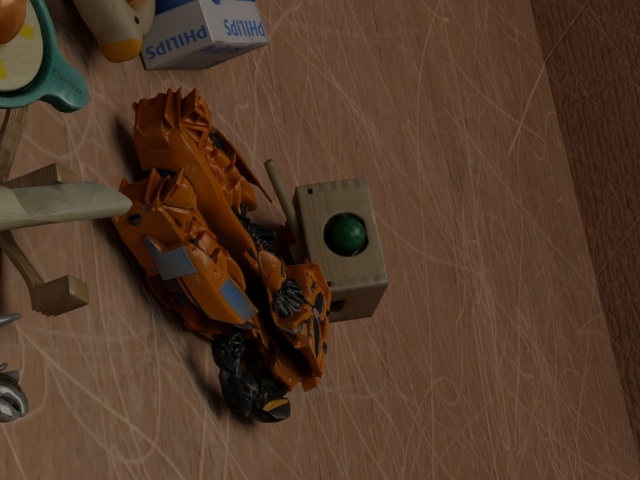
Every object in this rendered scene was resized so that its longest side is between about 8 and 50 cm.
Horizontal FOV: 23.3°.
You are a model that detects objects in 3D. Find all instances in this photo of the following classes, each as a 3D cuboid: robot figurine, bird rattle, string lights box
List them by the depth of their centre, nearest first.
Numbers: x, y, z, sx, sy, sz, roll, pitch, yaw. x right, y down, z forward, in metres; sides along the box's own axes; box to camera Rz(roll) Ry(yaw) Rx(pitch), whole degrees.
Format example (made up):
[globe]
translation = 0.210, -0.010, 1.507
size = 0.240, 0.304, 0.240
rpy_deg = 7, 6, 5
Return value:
[bird rattle]
translation = -0.194, -0.262, 1.281
size = 0.253, 0.143, 0.207
rpy_deg = -103, 174, -53
[robot figurine]
translation = -0.074, 0.021, 1.328
size = 0.291, 0.085, 0.211
rpy_deg = 55, 27, -37
[string lights box]
translation = -0.142, -0.292, 1.432
size = 0.133, 0.077, 0.259
rpy_deg = -16, 88, -69

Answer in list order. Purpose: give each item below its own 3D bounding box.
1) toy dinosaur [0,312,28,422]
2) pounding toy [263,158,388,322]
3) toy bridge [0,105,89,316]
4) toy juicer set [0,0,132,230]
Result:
[toy dinosaur]
translation = -0.287, 0.033, 0.789
size = 0.313, 0.121, 0.160
rpy_deg = 51, 17, -34
[pounding toy]
translation = 0.000, 0.000, 1.498
size = 0.141, 0.100, 0.130
rpy_deg = 109, -29, -69
[toy bridge]
translation = -0.202, -0.035, 1.082
size = 0.026, 0.063, 0.188
rpy_deg = 33, 41, -59
[toy juicer set]
translation = -0.238, -0.125, 0.960
size = 0.329, 0.089, 0.209
rpy_deg = 57, 32, -10
